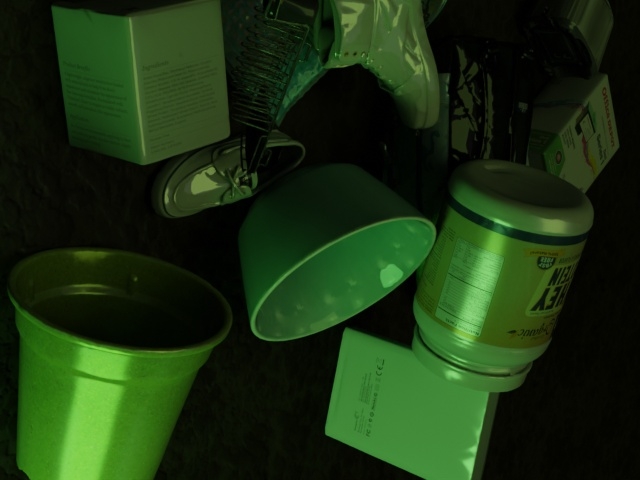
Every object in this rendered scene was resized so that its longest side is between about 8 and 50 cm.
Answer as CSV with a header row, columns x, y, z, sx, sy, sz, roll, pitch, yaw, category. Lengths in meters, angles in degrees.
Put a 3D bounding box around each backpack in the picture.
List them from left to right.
x,y,z,sx,sy,sz,roll,pitch,yaw,category
0.239,-0.153,1.826,0.290,0.273,0.355,-9,90,-49,backpack

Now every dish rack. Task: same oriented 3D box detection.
x,y,z,sx,sy,sz,roll,pitch,yaw,category
-0.073,-0.231,1.383,0.074,0.208,0.271,16,118,-12,dish rack

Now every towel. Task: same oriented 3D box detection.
x,y,z,sx,sy,sz,roll,pitch,yaw,category
-0.012,-0.369,1.504,0.370,0.040,0.271,-46,137,-4,towel

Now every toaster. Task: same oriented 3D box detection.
x,y,z,sx,sy,sz,roll,pitch,yaw,category
0.495,-0.437,2.104,0.227,0.129,0.146,44,65,-45,toaster

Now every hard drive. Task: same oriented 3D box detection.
x,y,z,sx,sy,sz,roll,pitch,yaw,category
0.150,0.285,1.798,0.040,0.307,0.203,2,101,-51,hard drive

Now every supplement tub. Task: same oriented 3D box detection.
x,y,z,sx,sy,sz,roll,pitch,yaw,category
0.275,0.054,1.652,0.228,0.228,0.316,-14,126,-47,supplement tub

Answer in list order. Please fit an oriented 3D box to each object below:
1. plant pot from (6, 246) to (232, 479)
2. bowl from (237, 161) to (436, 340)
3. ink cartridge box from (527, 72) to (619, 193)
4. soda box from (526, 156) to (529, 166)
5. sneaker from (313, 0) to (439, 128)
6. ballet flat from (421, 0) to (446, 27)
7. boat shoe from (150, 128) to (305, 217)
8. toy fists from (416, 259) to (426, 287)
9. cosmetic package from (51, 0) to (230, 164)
x,y,z,sx,sy,sz,roll,pitch,yaw,category
-0.271,0.179,1.327,0.276,0.276,0.254,-8,120,-48,plant pot
0.000,0.000,1.581,0.311,0.163,0.311,-26,156,-12,bowl
0.500,-0.198,2.197,0.278,0.117,0.201,-48,134,-29,ink cartridge box
0.337,-0.051,1.958,0.091,0.098,0.286,11,63,-32,soda box
0.072,-0.270,1.548,0.169,0.108,0.292,-29,124,-19,sneaker
0.123,-0.345,1.671,0.070,0.188,0.070,21,49,-26,ballet flat
-0.127,-0.100,1.511,0.258,0.084,0.095,-35,128,-38,boat shoe
0.282,0.023,2.033,0.279,0.096,0.142,-29,122,-39,toy fists
-0.221,-0.209,1.310,0.151,0.151,0.183,-24,122,-43,cosmetic package
